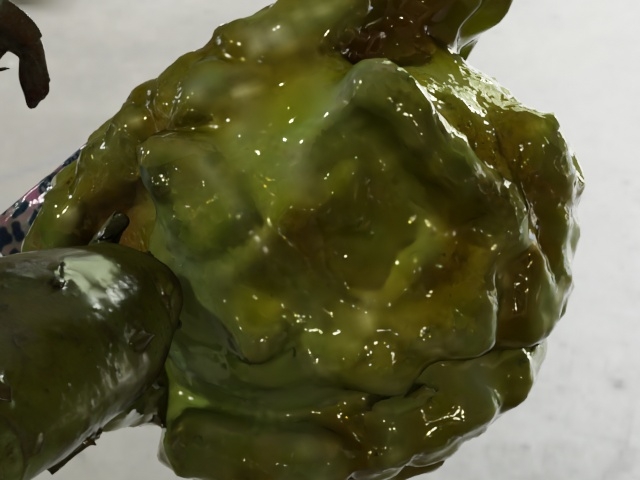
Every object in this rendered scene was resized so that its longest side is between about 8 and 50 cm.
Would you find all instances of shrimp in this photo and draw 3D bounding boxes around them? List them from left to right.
[{"bbox_3d":[-0.350,-0.153,1.780,0.144,0.251,0.052,-6,40,2],"label":"shrimp"}]

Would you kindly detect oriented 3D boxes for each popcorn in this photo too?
[{"bbox_3d":[0.009,-0.004,0.957,0.335,0.274,0.279,-24,75,5],"label":"popcorn"}]

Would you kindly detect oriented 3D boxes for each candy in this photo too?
[{"bbox_3d":[-0.232,-0.023,1.640,0.160,0.073,0.092,-40,74,0],"label":"candy"}]

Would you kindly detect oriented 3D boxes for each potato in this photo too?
[{"bbox_3d":[-0.148,0.058,0.774,0.117,0.090,0.225,41,42,20],"label":"potato"}]
